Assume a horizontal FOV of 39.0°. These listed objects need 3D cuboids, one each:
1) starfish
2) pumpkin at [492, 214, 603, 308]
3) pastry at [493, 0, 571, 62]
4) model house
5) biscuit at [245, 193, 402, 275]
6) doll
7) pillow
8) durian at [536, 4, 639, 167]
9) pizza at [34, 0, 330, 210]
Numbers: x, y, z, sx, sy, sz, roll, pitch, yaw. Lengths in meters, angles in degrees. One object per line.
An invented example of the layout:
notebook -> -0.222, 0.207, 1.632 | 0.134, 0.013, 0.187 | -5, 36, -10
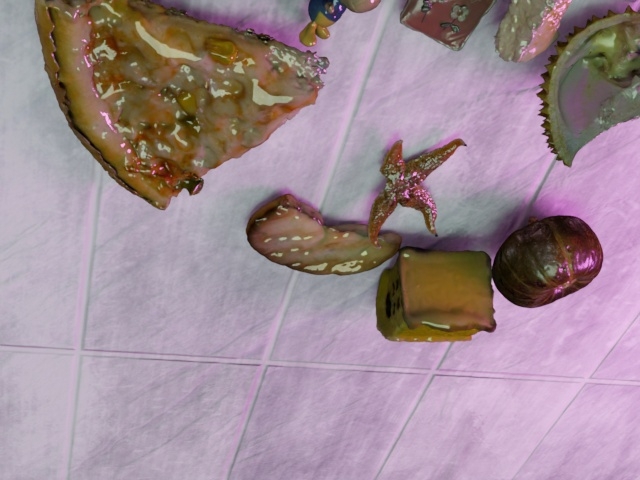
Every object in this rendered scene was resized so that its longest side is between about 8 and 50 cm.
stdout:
starfish -> 0.164, -0.087, 1.631 | 0.138, 0.050, 0.247 | 4, 131, -10
pumpkin -> 0.428, 0.030, 1.733 | 0.219, 0.162, 0.219 | -18, 159, -7
pastry -> 0.332, -0.366, 1.309 | 0.089, 0.121, 0.258 | 31, 148, 11
model house -> 0.217, 0.133, 1.785 | 0.193, 0.175, 0.234 | 1, 154, -13
biscuit -> -0.001, 0.003, 1.706 | 0.299, 0.045, 0.154 | 20, 129, -28
doll -> 0.039, -0.355, 1.312 | 0.089, 0.102, 0.179 | 41, 128, 6
pillow -> 0.221, -0.393, 1.329 | 0.126, 0.043, 0.232 | 17, 129, -29
durian -> 0.465, -0.262, 1.421 | 0.306, 0.166, 0.172 | -26, 139, -2
pizza -> -0.249, -0.194, 1.418 | 0.434, 0.080, 0.392 | 16, 137, -15
